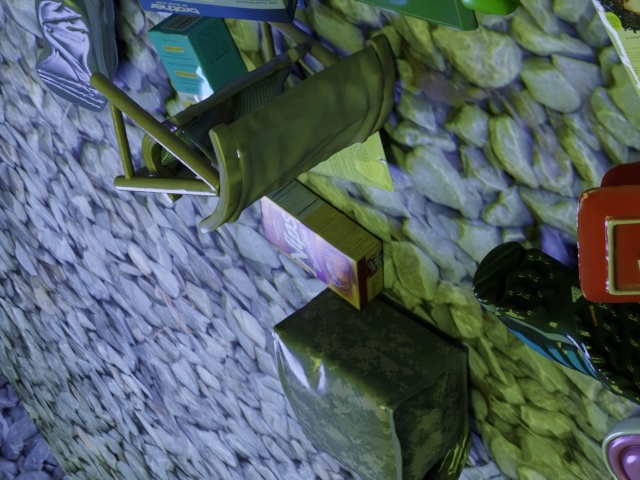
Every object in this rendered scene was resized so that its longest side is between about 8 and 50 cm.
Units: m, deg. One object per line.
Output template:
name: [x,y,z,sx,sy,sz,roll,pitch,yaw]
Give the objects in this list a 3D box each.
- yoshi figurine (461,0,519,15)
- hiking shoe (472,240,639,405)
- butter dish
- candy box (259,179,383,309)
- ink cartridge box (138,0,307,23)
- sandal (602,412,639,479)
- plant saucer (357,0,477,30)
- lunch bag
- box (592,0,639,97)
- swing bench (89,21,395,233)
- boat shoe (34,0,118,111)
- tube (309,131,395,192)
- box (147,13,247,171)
yoshi figurine: [0.140,-0.301,1.414,0.203,0.203,0.362,44,165,-23]
hiking shoe: [0.313,0.102,1.781,0.304,0.113,0.132,34,175,29]
butter dish: [0.325,-0.026,1.554,0.160,0.118,0.160,-3,135,8]
candy box: [0.000,0.000,2.185,0.186,0.053,0.109,37,153,29]
ink cartridge box: [-0.131,-0.313,1.766,0.186,0.065,0.311,7,165,13]
sandal: [0.438,0.253,1.746,0.169,0.102,0.416,50,153,-4]
plant saucer: [0.086,-0.267,1.723,0.192,0.018,0.067,23,144,43]
lunch bag: [0.078,0.231,2.236,0.235,0.169,0.287,31,144,35]
box: [0.299,-0.192,1.425,0.087,0.058,0.232,1,126,59]
swing bench: [-0.083,-0.141,1.869,0.254,0.253,0.165,26,137,43]
boat shoe: [-0.339,-0.290,2.315,0.118,0.103,0.320,24,155,9]
tube: [-0.003,-0.115,2.034,0.240,0.062,0.070,13,171,45]
box: [-0.132,-0.184,2.141,0.100,0.060,0.244,14,137,52]
